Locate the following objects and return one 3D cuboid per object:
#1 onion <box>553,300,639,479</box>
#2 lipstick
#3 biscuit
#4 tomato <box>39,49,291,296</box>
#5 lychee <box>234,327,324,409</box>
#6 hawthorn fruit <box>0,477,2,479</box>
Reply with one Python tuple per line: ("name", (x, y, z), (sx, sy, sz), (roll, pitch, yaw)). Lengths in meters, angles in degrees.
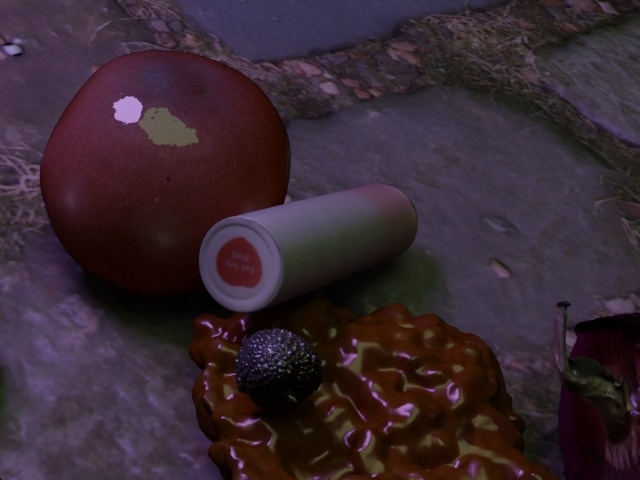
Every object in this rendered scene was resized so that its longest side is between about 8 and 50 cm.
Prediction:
("onion", (0.318, 0.190, 1.021), (0.272, 0.256, 0.230), (4, 79, 4))
("lipstick", (0.000, 0.000, 1.167), (0.087, 0.087, 0.327), (30, 19, 18))
("biscuit", (0.047, 0.176, 1.050), (0.318, 0.110, 0.312), (-1, 40, -14))
("tomato", (-0.154, -0.071, 1.201), (0.255, 0.224, 0.256), (13, 43, -13))
("lychee", (-0.034, 0.108, 0.985), (0.067, 0.068, 0.083), (29, 15, -46))
("hawthorn fruit", (-0.310, 0.253, 0.737), (0.295, 0.295, 0.311), (-4, 42, -21))
